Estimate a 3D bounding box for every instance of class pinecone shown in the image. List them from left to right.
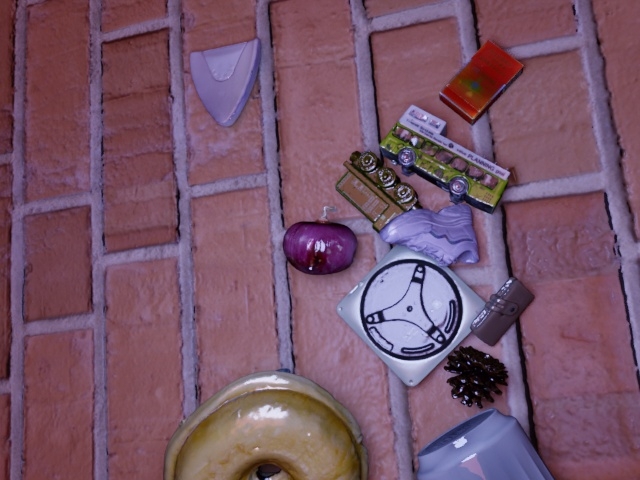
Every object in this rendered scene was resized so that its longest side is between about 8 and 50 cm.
[{"bbox_3d":[0.331,0.296,1.236,0.140,0.140,0.120,19,97,17],"label":"pinecone"}]

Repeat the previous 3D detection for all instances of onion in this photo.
[{"bbox_3d":[-0.001,0.011,1.348,0.178,0.177,0.153,-19,79,12],"label":"onion"}]

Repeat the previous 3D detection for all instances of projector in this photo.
[{"bbox_3d":[0.209,0.159,1.317,0.257,0.079,0.259,-46,74,3],"label":"projector"}]

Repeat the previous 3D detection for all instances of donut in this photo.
[{"bbox_3d":[-0.118,0.493,1.244,0.450,0.198,0.448,0,100,-2],"label":"donut"}]

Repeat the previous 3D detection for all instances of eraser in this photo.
[{"bbox_3d":[-0.255,-0.418,1.546,0.205,0.059,0.243,-6,76,14],"label":"eraser"}]

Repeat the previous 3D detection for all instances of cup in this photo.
[{"bbox_3d":[0.337,0.549,1.160,0.323,0.237,0.326,-44,71,36],"label":"cup"}]

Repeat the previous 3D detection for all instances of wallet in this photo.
[{"bbox_3d":[0.399,0.158,1.252,0.152,0.118,0.039,-50,42,6],"label":"wallet"}]

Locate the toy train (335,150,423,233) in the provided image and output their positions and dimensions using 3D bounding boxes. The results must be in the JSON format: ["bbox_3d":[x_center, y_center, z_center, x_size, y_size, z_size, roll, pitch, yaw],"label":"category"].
[{"bbox_3d":[0.135,-0.113,1.378,0.225,0.090,0.137,44,97,17],"label":"toy train"}]

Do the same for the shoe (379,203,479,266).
[{"bbox_3d":[0.250,0.000,1.274,0.245,0.095,0.137,-8,67,-25],"label":"shoe"}]

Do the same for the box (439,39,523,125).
[{"bbox_3d":[0.385,-0.377,1.373,0.175,0.048,0.112,-46,75,4],"label":"box"}]

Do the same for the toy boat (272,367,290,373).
[{"bbox_3d":[-0.139,0.401,1.384,0.208,0.079,0.134,-35,85,-3],"label":"toy boat"}]

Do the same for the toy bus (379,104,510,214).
[{"bbox_3d":[0.295,-0.184,1.338,0.302,0.113,0.139,33,90,15],"label":"toy bus"}]
